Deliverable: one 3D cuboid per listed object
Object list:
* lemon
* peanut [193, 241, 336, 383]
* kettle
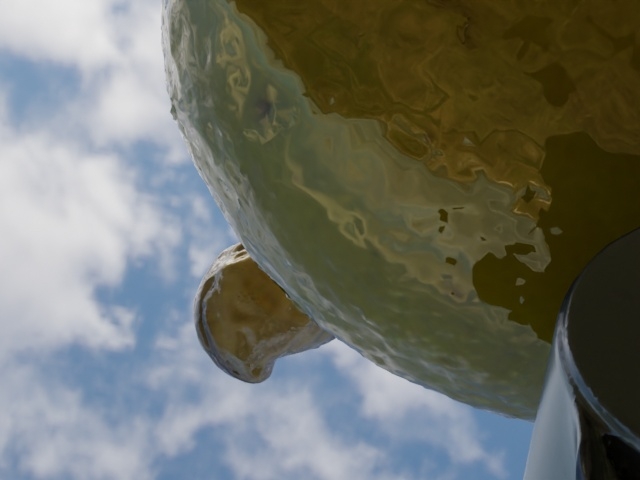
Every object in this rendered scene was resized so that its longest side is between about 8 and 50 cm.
[{"bbox_3d":[0.073,-0.056,0.559,0.236,0.236,0.263,-35,-81,-36],"label":"lemon"},{"bbox_3d":[0.000,0.000,0.767,0.080,0.080,0.174,35,-122,14],"label":"peanut"},{"bbox_3d":[0.111,0.071,0.416,0.126,0.148,0.098,-11,-137,-13],"label":"kettle"}]
